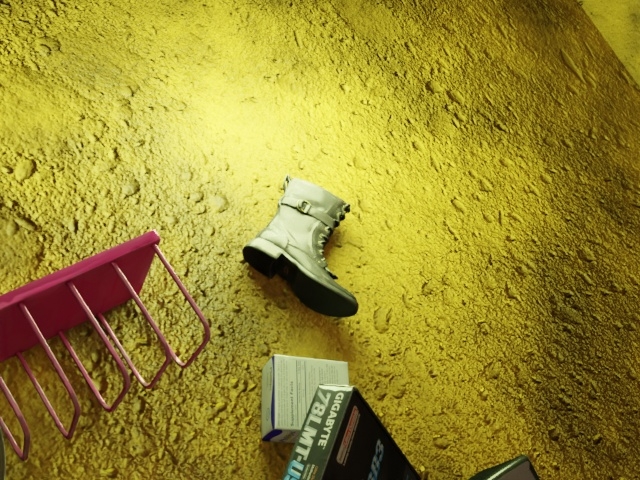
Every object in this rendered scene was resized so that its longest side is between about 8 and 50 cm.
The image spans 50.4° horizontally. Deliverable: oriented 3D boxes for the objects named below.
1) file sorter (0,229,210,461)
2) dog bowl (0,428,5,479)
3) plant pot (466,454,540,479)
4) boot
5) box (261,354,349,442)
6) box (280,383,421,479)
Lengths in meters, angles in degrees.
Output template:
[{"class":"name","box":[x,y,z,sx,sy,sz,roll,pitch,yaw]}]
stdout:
[{"class":"file sorter","box":[-0.335,0.156,0.981,0.291,0.202,0.182,-28,76,-35]},{"class":"dog bowl","box":[-0.579,0.305,0.837,0.349,0.102,0.348,12,55,-18]},{"class":"plant pot","box":[0.266,0.473,1.080,0.167,0.187,0.188,-16,68,-19]},{"class":"boot","box":[0.000,0.000,1.301,0.263,0.091,0.229,34,53,1]},{"class":"box","box":[-0.025,0.267,1.133,0.137,0.072,0.126,10,57,-20]},{"class":"box","box":[0.035,0.406,0.969,0.293,0.074,0.295,60,40,-38]}]
